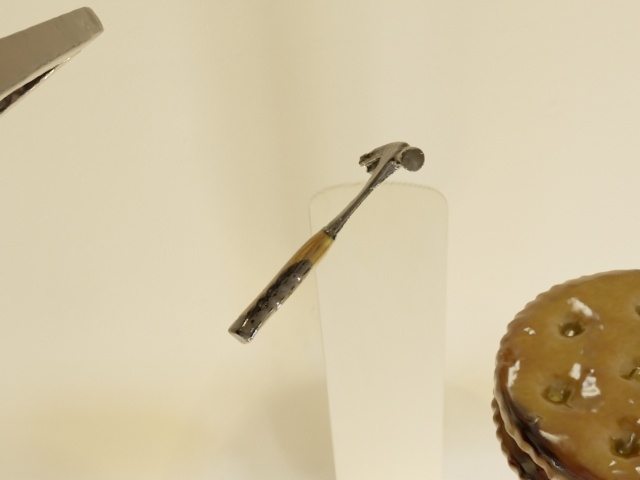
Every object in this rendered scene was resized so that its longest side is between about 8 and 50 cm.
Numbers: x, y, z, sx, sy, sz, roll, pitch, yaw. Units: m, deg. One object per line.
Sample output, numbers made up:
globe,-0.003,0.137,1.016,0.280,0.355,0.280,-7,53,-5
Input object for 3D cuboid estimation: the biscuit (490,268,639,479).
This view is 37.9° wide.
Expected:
biscuit,0.236,0.114,0.694,0.220,0.220,0.066,-13,-48,2

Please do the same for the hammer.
hammer,0.000,0.000,0.724,0.021,0.078,0.201,43,-93,-19

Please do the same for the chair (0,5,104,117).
chair,-0.281,-0.078,0.352,0.203,0.416,0.240,-33,-71,20
